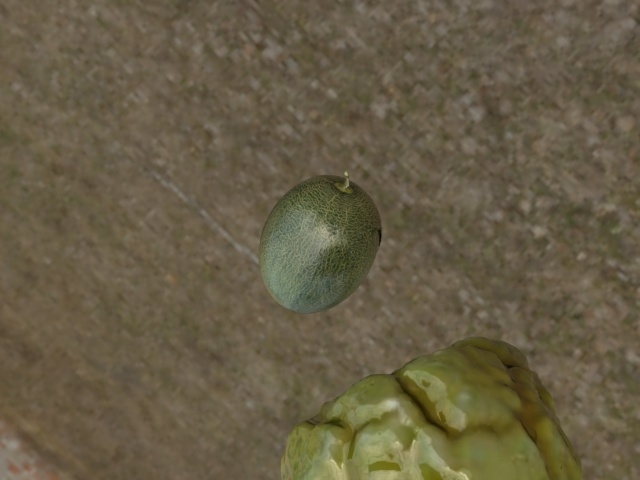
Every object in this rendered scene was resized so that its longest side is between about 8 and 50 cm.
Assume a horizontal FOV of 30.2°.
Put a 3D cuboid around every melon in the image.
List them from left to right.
[{"bbox_3d":[0.000,0.000,1.393,0.139,0.139,0.192,36,120,19],"label":"melon"}]

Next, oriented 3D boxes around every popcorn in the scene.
[{"bbox_3d":[0.089,0.231,1.125,0.292,0.294,0.334,11,133,1],"label":"popcorn"}]
